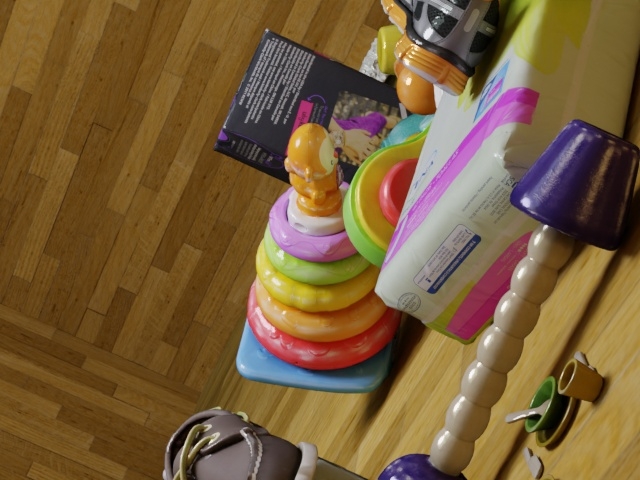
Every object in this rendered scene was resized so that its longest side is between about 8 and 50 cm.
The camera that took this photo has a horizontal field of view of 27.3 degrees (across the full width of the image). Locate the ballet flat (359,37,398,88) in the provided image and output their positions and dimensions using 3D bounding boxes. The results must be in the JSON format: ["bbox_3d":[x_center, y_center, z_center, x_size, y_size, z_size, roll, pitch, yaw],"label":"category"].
[{"bbox_3d":[0.085,-0.159,1.956,0.147,0.147,0.408,127,166,-66],"label":"ballet flat"}]

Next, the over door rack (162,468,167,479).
[{"bbox_3d":[-0.177,0.336,1.676,0.240,0.108,0.324,-21,-3,-12],"label":"over door rack"}]

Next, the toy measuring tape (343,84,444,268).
[{"bbox_3d":[0.071,-0.089,1.217,0.121,0.121,0.330,130,135,-70],"label":"toy measuring tape"}]

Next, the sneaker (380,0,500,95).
[{"bbox_3d":[0.107,-0.191,1.076,0.083,0.084,0.215,-58,17,23],"label":"sneaker"}]

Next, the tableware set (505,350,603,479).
[{"bbox_3d":[0.122,0.138,0.785,0.104,0.024,0.154,-92,28,-78],"label":"tableware set"}]

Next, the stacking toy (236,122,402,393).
[{"bbox_3d":[0.000,0.000,1.310,0.301,0.166,0.175,88,-169,-46],"label":"stacking toy"}]

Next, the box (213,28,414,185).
[{"bbox_3d":[0.017,-0.136,1.692,0.165,0.270,0.143,145,149,-79],"label":"box"}]

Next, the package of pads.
[{"bbox_3d":[0.156,-0.087,1.051,0.229,0.101,0.296,-56,10,53],"label":"package of pads"}]

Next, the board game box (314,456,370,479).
[{"bbox_3d":[-0.042,0.334,1.123,0.303,0.098,0.224,-65,4,-8],"label":"board game box"}]

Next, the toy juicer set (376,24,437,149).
[{"bbox_3d":[0.119,-0.071,1.464,0.209,0.090,0.329,-111,20,-71],"label":"toy juicer set"}]

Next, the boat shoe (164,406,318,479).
[{"bbox_3d":[-0.072,0.191,1.046,0.116,0.097,0.324,-64,6,-5],"label":"boat shoe"}]

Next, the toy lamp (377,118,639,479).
[{"bbox_3d":[0.125,0.054,0.856,0.080,0.080,0.274,-89,24,-77],"label":"toy lamp"}]
